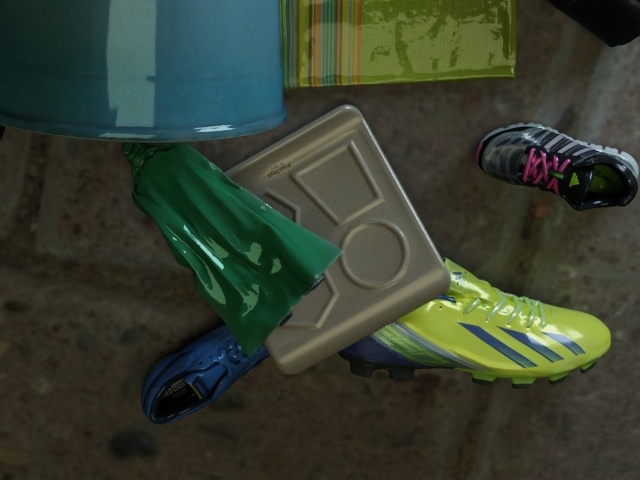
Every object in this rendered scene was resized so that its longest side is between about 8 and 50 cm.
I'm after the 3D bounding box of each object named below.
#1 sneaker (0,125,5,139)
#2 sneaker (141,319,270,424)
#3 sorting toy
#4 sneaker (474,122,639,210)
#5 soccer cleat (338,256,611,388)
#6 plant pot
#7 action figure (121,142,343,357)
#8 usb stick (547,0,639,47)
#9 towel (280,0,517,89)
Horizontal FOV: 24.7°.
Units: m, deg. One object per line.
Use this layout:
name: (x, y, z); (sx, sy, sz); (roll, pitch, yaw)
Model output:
sneaker: (-0.400, -0.193, 1.336); (0.124, 0.107, 0.283); (-13, 122, 31)
sneaker: (-0.093, 0.118, 1.478); (0.209, 0.082, 0.069); (-36, 108, 9)
sorting toy: (0.000, 0.000, 1.432); (0.193, 0.038, 0.208); (-29, 86, 8)
sneaker: (0.237, -0.069, 1.427); (0.170, 0.075, 0.063); (12, 111, -8)
soccer cleat: (0.156, 0.079, 1.474); (0.289, 0.093, 0.121); (2, 105, -5)
plant pot: (-0.159, -0.235, 1.241); (0.271, 0.272, 0.255); (1, 105, -5)
action figure: (-0.103, -0.018, 1.396); (0.232, 0.063, 0.137); (43, 98, 7)
usb stick: (0.196, -0.273, 1.349); (0.278, 0.045, 0.077); (32, 146, -16)
towel: (0.070, -0.197, 1.393); (0.237, 0.021, 0.102); (-3, 113, -3)
